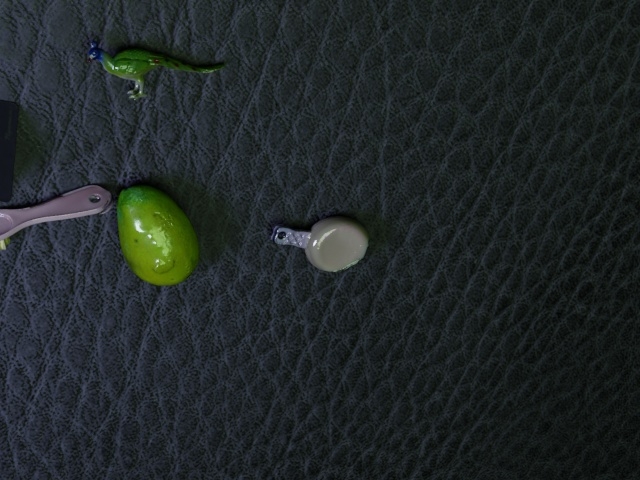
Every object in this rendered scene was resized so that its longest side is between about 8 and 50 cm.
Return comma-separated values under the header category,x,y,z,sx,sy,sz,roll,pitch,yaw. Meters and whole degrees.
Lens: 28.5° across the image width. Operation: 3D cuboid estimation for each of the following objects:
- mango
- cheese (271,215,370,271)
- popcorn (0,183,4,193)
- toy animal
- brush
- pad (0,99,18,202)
category,x,y,z,sx,sy,sz,roll,pitch,yaw
mango,-0.258,-0.006,1.974,0.119,0.100,0.178,-26,116,-3
cheese,0.000,0.007,2.112,0.171,0.047,0.092,-9,118,-17
popcorn,-0.510,-0.094,1.833,0.097,0.089,0.109,-41,100,-17
toy animal,-0.248,-0.245,1.882,0.216,0.041,0.075,6,114,-29
brush,-0.465,-0.019,1.916,0.312,0.072,0.067,-17,145,-16
pad,-0.491,-0.134,1.803,0.112,0.003,0.157,8,70,-25
